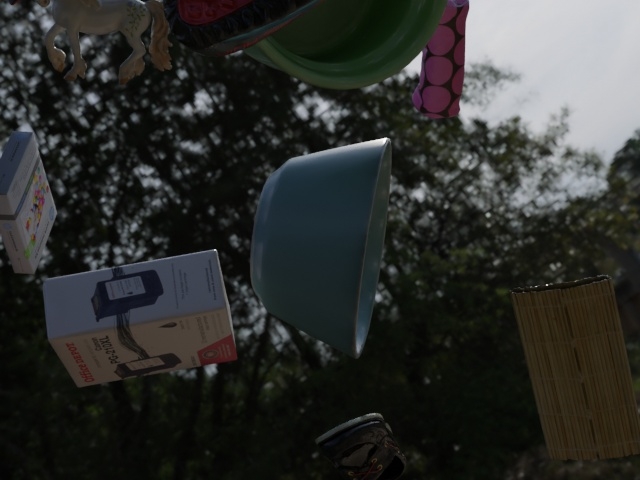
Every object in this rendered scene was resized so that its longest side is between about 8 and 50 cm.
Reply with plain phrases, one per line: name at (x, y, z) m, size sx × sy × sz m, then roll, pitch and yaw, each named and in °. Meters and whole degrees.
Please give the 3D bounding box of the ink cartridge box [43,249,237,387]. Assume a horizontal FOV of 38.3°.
ink cartridge box at (-0.246, 0.112, 1.286) m, size 0.237 × 0.100 × 0.172 m, roll -10°, pitch -31°, yaw -5°

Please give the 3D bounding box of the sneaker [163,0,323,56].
sneaker at (-0.001, -0.202, 0.647) m, size 0.262 × 0.104 × 0.125 m, roll -47°, pitch -16°, yaw -21°

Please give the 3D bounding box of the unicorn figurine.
unicorn figurine at (-0.214, -0.204, 0.856) m, size 0.162 × 0.060 × 0.111 m, roll -10°, pitch -58°, yaw -40°

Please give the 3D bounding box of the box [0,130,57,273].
box at (-0.480, -0.059, 1.487) m, size 0.038 × 0.145 × 0.186 m, roll 4°, pitch -43°, yaw 2°

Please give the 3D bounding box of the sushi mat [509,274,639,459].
sushi mat at (0.393, 0.202, 1.400) m, size 0.152 × 0.316 × 0.019 m, roll -9°, pitch 23°, yaw 22°

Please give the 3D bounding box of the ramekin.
ramekin at (0.000, -0.345, 1.147) m, size 0.303 × 0.303 × 0.148 m, roll -30°, pitch 24°, yaw -18°

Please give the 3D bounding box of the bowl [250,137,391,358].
bowl at (0.000, 0.000, 1.307) m, size 0.163 × 0.311 × 0.311 m, roll 9°, pitch -10°, yaw 9°

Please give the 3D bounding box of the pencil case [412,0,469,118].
pencil case at (0.196, -0.311, 1.527) m, size 0.095 × 0.098 × 0.209 m, roll -20°, pitch -51°, yaw -28°

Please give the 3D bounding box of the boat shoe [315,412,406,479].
boat shoe at (0.034, 0.158, 0.688) m, size 0.049 × 0.042 × 0.133 m, roll -27°, pitch -24°, yaw 8°

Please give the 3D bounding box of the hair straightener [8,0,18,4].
hair straightener at (-0.594, -0.564, 1.894) m, size 0.230 × 0.047 × 0.089 m, roll -21°, pitch -22°, yaw 27°
